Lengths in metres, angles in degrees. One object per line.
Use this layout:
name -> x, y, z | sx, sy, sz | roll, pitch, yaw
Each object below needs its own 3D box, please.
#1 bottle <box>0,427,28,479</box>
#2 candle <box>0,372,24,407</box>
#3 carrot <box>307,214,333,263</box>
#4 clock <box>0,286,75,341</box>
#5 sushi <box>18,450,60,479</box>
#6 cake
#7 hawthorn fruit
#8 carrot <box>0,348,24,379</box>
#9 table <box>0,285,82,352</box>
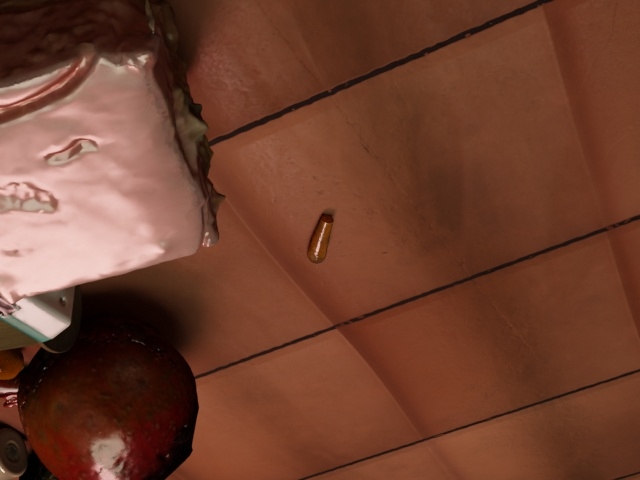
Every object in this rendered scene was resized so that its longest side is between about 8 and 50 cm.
bottle -> -0.670, 0.434, 1.750 | 0.209, 0.097, 0.110 | -21, 176, 15
candle -> -0.444, 0.269, 1.627 | 0.302, 0.059, 0.084 | 3, 147, -14
carrot -> 0.000, 0.000, 1.426 | 0.032, 0.032, 0.093 | 3, 135, -15
clock -> -0.406, -0.033, 1.158 | 0.116, 0.231, 0.262 | -30, 135, 17
sushi -> -0.513, 0.468, 1.792 | 0.136, 0.126, 0.225 | 15, 135, -26
cake -> -0.274, -0.142, 0.977 | 0.293, 0.306, 0.314 | -19, 137, 1
hawthorn fruit -> -0.331, 0.274, 1.471 | 0.316, 0.316, 0.316 | -5, 139, -5
carrot -> -0.581, 0.170, 1.481 | 0.067, 0.067, 0.225 | -35, 131, 27
table -> -0.498, 0.100, 1.360 | 0.227, 0.167, 0.167 | -9, 140, 11
